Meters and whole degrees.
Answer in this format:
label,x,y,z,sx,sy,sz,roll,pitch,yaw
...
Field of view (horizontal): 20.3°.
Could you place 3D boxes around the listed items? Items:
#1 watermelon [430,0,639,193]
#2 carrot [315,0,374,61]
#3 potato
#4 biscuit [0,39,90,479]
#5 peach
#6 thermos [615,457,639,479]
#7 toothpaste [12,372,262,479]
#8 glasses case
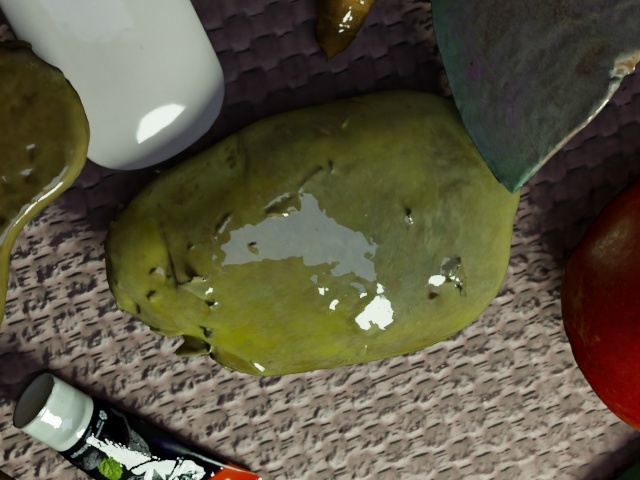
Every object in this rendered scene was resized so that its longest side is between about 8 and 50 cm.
label,x,y,z,sx,sy,sz,roll,pitch,yaw
watermelon,0.234,-0.225,1.205,0.222,0.319,0.292,6,147,-40
carrot,0.054,-0.231,1.203,0.059,0.059,0.248,21,114,-22
potato,0.000,0.000,1.221,0.296,0.141,0.192,-10,113,-12
biscuit,-0.334,0.063,1.092,0.368,0.076,0.394,3,83,-4
peach,0.294,0.037,1.295,0.243,0.199,0.243,-2,97,-13
thermos,0.275,0.196,1.411,0.187,0.083,0.073,-41,92,-1
toothpaste,-0.129,0.156,1.280,0.193,0.045,0.071,37,93,-30
glasses case,-0.161,-0.182,1.147,0.113,0.075,0.297,-29,112,-7
